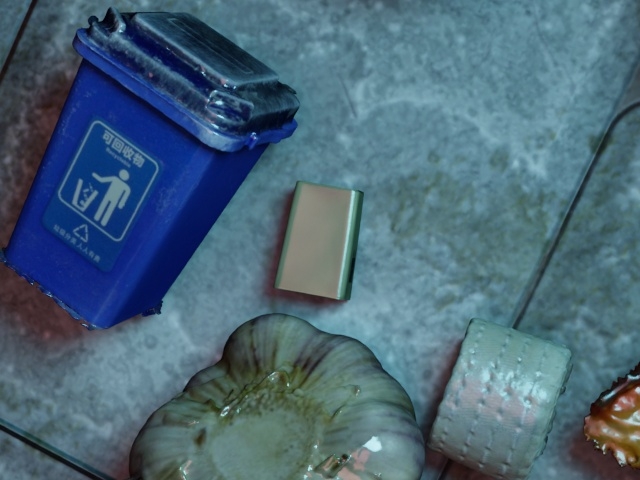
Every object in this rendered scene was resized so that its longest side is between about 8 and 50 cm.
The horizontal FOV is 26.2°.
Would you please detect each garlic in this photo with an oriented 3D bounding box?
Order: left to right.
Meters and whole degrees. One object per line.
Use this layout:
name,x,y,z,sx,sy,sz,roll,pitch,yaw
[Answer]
garlic,-0.028,0.184,1.092,0.244,0.160,0.245,-6,63,11

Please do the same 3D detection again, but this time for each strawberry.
strawberry,0.310,0.125,1.056,0.192,0.085,0.140,-43,84,9

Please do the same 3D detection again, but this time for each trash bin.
trash bin,-0.139,-0.059,1.113,0.162,0.184,0.235,35,109,12
trash bin,0.000,0.000,1.138,0.060,0.043,0.092,9,91,11

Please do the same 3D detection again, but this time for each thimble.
thimble,0.142,0.127,1.082,0.090,0.102,0.115,19,123,10
